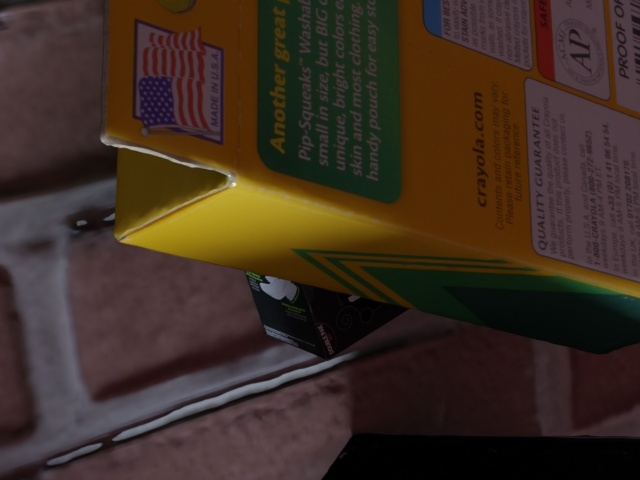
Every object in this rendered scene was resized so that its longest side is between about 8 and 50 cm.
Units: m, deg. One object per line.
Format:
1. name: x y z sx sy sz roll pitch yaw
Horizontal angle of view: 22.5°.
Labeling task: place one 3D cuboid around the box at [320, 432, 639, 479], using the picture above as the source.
1. box: 0.073 0.285 0.702 0.296 0.182 0.294 -50 130 -50

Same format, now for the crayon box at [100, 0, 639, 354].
1. crayon box: 0.029 -0.082 0.668 0.323 0.083 0.203 15 65 -37

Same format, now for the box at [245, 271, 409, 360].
1. box: 0.000 0.000 0.731 0.062 0.052 0.083 -31 117 -27
